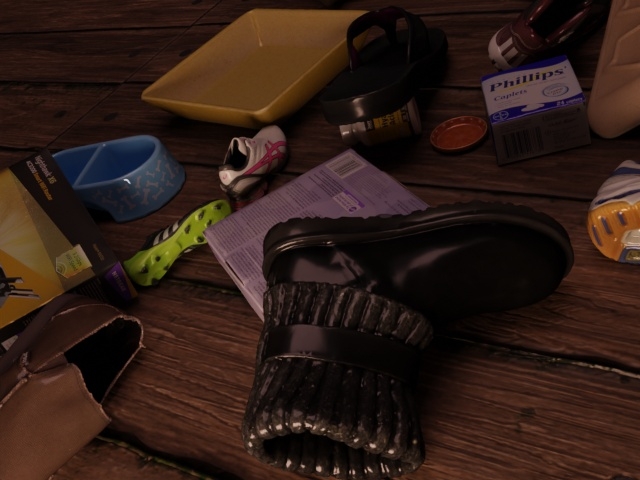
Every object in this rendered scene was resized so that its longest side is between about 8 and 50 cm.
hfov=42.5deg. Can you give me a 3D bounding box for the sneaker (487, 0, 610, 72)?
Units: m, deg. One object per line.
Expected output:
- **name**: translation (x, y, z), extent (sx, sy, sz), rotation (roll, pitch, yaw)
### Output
- **sneaker**: translation (0.387, -0.360, 1.235), extent (0.281, 0.106, 0.162), rotation (-46, 3, -17)

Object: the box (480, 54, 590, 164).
- **box**: translation (0.293, -0.181, 1.135), extent (0.126, 0.072, 0.137), rotation (-13, 36, 12)

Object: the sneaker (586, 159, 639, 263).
- **sneaker**: translation (0.436, -0.049, 0.855), extent (0.297, 0.111, 0.131), rotation (4, 43, 31)

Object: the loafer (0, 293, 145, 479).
- **loafer**: translation (-0.312, 0.188, 0.923), extent (0.130, 0.133, 0.366), rotation (-6, 39, 22)

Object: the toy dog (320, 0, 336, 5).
- **toy dog**: translation (0.148, -0.697, 1.696), extent (0.408, 0.284, 0.395), rotation (-27, -5, 23)

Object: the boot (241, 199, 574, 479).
- **boot**: translation (0.098, 0.101, 0.819), extent (0.348, 0.131, 0.260), rotation (-5, 47, 3)

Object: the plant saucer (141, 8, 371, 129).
- **plant saucer**: translation (-0.106, -0.307, 1.503), extent (0.333, 0.081, 0.333), rotation (14, 49, 41)

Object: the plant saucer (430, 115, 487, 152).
- **plant saucer**: translation (0.202, -0.153, 1.196), extent (0.084, 0.013, 0.083), rotation (-15, 37, 11)

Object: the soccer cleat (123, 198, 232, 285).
- **soccer cleat**: translation (-0.208, -0.005, 1.186), extent (0.179, 0.060, 0.072), rotation (-40, 38, -19)

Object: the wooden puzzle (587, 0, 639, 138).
- **wooden puzzle**: translation (0.508, -0.317, 1.066), extent (0.322, 0.081, 0.347), rotation (-33, 32, 52)

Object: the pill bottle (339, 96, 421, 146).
- **pill bottle**: translation (0.090, -0.179, 1.245), extent (0.116, 0.065, 0.065), rotation (-13, 37, 14)

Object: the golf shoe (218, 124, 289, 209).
- **golf shoe**: translation (-0.101, -0.133, 1.271), extent (0.068, 0.086, 0.186), rotation (-6, 38, 24)

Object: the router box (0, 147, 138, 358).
- **router box**: translation (-0.436, 0.025, 1.173), extent (0.243, 0.081, 0.309), rotation (-31, 50, -14)

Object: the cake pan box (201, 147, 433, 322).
- **cake pan box**: translation (0.000, 0.000, 1.061), extent (0.246, 0.070, 0.267), rotation (-29, 36, -13)

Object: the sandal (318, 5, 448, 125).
- **sandal**: translation (0.104, -0.302, 1.297), extent (0.168, 0.107, 0.445), rotation (-11, 22, 18)

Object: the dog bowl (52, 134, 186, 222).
- **dog bowl**: translation (-0.375, -0.100, 1.383), extent (0.297, 0.074, 0.166), rotation (-7, 38, 19)
